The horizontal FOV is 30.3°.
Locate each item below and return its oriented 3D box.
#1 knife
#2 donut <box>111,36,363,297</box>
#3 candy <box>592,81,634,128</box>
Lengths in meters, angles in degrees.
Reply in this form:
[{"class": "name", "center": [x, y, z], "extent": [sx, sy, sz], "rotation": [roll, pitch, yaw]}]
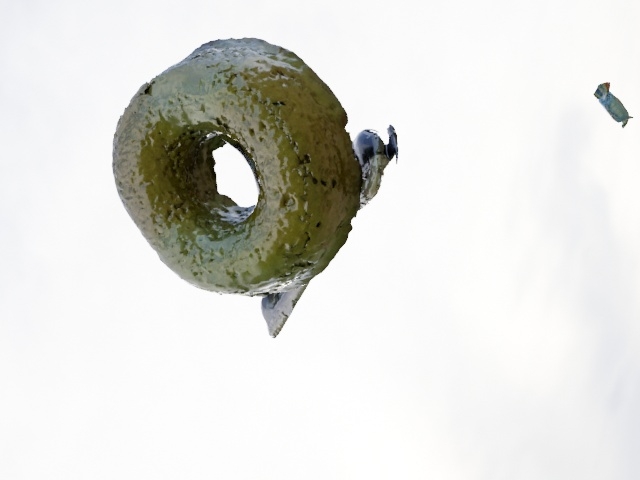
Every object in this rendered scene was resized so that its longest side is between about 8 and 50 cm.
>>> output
[{"class": "knife", "center": [-0.006, -0.002, 1.297], "extent": [0.365, 0.043, 0.089], "rotation": [123, 159, -49]}, {"class": "donut", "center": [-0.093, -0.067, 1.183], "extent": [0.107, 0.272, 0.272], "rotation": [-21, -62, -59]}, {"class": "candy", "center": [0.373, -0.173, 1.503], "extent": [0.030, 0.020, 0.083], "rotation": [-48, -52, 10]}]
